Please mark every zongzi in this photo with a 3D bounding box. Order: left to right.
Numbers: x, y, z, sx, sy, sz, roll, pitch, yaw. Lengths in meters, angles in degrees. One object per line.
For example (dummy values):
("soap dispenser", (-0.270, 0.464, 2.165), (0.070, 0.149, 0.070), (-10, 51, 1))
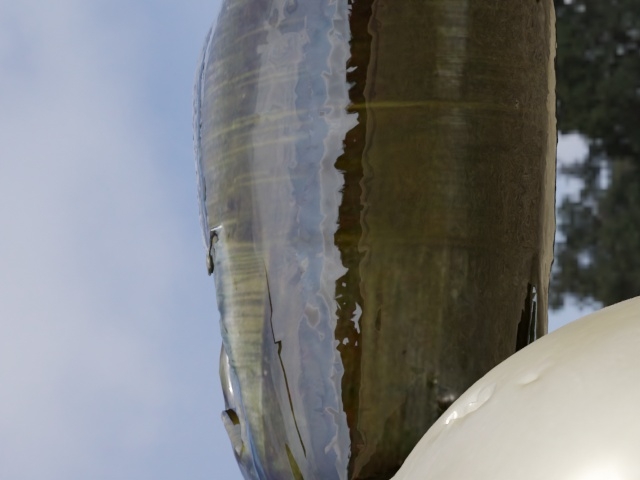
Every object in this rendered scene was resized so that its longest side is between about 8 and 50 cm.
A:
("zongzi", (0.000, 0.000, 0.925), (0.432, 0.208, 0.403), (156, 117, -70))

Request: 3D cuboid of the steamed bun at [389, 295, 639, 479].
("steamed bun", (0.162, 0.173, 0.483), (0.206, 0.324, 0.324), (-139, 42, -71))
